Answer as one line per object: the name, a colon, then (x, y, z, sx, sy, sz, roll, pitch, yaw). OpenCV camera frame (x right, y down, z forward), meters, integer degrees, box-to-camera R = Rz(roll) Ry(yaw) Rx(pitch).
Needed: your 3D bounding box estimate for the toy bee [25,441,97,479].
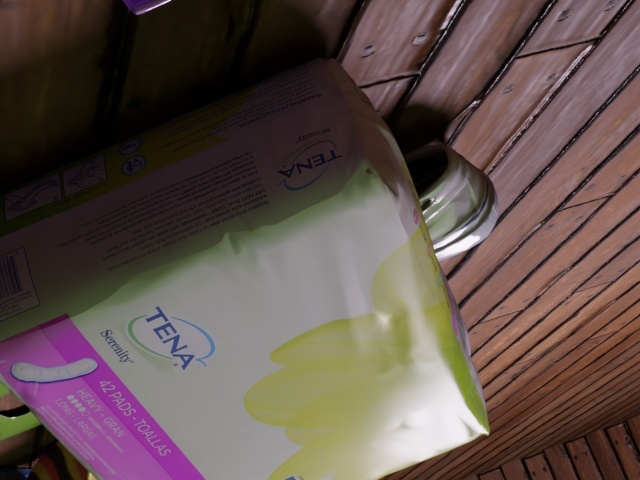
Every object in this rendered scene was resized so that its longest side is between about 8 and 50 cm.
toy bee: (-0.126, 0.201, 1.191, 0.298, 0.162, 0.195, 5, 169, -2)

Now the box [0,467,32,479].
box: (-0.383, 0.285, 1.253, 0.233, 0.044, 0.159, -25, 163, 10)

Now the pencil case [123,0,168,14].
pencil case: (-0.078, -0.128, 0.292, 0.086, 0.088, 0.206, -24, 162, 2)

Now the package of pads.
package of pads: (-0.036, 0.053, 0.726, 0.229, 0.101, 0.296, -24, 142, 4)

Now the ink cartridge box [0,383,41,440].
ink cartridge box: (-0.137, 0.137, 1.014, 0.255, 0.097, 0.189, -19, 163, -12)

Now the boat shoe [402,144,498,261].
boat shoe: (0.000, 0.000, 0.829, 0.226, 0.083, 0.076, -30, 139, 12)
